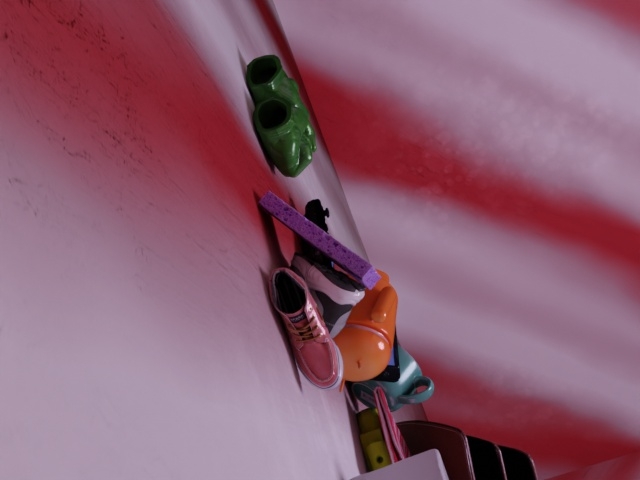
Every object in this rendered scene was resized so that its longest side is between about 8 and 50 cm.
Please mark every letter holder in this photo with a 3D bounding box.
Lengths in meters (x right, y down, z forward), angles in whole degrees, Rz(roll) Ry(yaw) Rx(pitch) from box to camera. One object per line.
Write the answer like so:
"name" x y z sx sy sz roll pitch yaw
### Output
"letter holder" 0.276 0.448 1.934 0.302 0.152 0.214 -18 -96 64

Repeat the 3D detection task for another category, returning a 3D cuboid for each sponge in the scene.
"sponge" 0.000 0.000 1.538 0.210 0.031 0.117 37 -2 15

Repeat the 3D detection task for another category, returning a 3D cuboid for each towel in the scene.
"towel" 0.164 0.422 1.776 0.199 0.031 0.275 -105 173 -56

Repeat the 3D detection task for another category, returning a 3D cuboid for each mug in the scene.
"mug" 0.125 0.267 1.867 0.129 0.097 0.158 52 -31 -13

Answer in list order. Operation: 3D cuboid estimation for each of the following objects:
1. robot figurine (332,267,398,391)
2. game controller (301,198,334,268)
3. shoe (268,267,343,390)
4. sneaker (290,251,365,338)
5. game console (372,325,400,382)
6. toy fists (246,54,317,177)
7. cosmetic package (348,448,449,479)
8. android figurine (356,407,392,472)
"robot figurine" 0.063 0.142 1.630 0.128 0.158 0.219 56 33 -42
"game controller" 0.011 0.052 1.863 0.319 0.067 0.166 -98 168 -59
"shoe" -0.024 0.123 1.350 0.081 0.063 0.178 51 16 -70
"sneaker" -0.009 0.087 1.523 0.271 0.100 0.108 -140 -106 -80
"game console" 0.095 0.178 1.797 0.085 0.124 0.144 113 -19 -50
"toy fists" -0.071 -0.237 1.872 0.279 0.096 0.142 -104 174 -47
"cosmetic package" 0.177 0.538 1.447 0.217 0.156 0.385 -102 170 -62
"android figurine" 0.133 0.454 1.814 0.248 0.056 0.273 62 10 -61
